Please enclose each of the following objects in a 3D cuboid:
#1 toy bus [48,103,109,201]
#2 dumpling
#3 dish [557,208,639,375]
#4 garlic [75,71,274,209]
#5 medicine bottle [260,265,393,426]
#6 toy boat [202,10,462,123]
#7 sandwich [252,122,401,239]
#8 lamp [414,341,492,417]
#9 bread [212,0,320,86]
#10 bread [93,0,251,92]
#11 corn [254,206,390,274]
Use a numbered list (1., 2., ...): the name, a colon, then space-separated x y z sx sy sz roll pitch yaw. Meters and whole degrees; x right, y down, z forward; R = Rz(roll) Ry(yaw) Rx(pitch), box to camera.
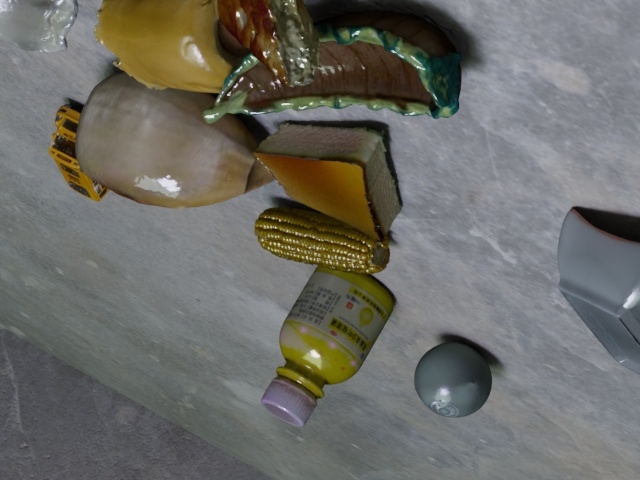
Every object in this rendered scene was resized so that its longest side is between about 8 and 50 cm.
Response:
1. toy bus: -0.327 -0.119 1.903 0.070 0.074 0.162 27 162 14
2. dumpling: -0.321 -0.283 1.463 0.127 0.108 0.188 -27 109 38
3. dish: 0.318 0.073 1.380 0.151 0.077 0.212 28 165 50
4. garlic: -0.214 -0.109 1.682 0.196 0.151 0.338 29 167 -37
5. medicine bottle: 0.000 0.144 1.857 0.122 0.212 0.122 27 161 10
6. toy boat: 0.011 -0.157 1.285 0.293 0.099 0.108 1 144 42
7. sandwich: 0.002 -0.085 1.526 0.162 0.058 0.193 25 162 18
8. lamp: 0.179 0.190 1.874 0.105 0.105 0.105 27 161 10
9. bread: -0.058 -0.217 1.253 0.136 0.054 0.154 11 118 58
10. bread: -0.136 -0.202 1.400 0.173 0.085 0.134 10 153 46
11. corn: 0.000 0.000 1.727 0.207 0.068 0.068 13 154 37
